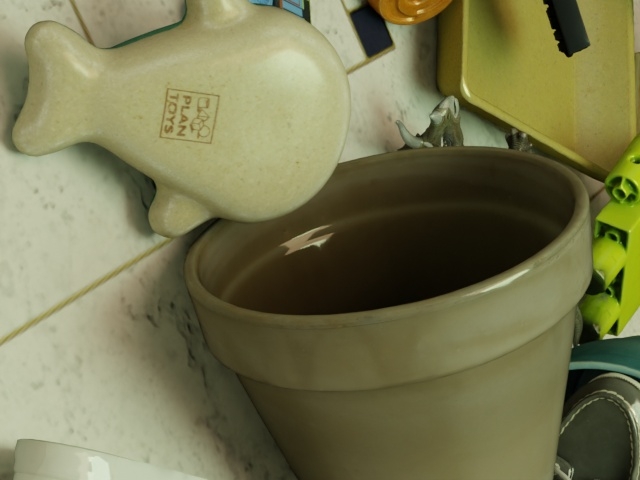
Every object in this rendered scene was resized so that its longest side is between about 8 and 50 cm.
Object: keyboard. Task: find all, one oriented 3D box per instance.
[{"bbox_3d":[0.213,-0.342,1.354,0.201,0.033,0.317,-60,130,-85],"label":"keyboard"}]

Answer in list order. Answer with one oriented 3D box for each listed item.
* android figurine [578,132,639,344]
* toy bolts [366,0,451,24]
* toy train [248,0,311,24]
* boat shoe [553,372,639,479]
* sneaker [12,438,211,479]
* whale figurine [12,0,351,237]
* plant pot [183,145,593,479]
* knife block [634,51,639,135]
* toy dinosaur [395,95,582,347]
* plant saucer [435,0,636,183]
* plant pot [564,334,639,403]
[{"bbox_3d":[0.358,-0.009,1.489,0.273,0.056,0.248,-48,147,-33],"label":"android figurine"},{"bbox_3d":[0.051,-0.341,1.300,0.228,0.218,0.158,-5,55,-27],"label":"toy bolts"},{"bbox_3d":[-0.063,-0.248,1.182,0.105,0.080,0.184,16,65,-54],"label":"toy train"},{"bbox_3d":[0.211,0.279,1.190,0.095,0.112,0.335,-19,132,-58],"label":"boat shoe"},{"bbox_3d":[-0.114,0.257,0.974,0.292,0.108,0.169,22,70,-37],"label":"sneaker"},{"bbox_3d":[-0.113,-0.112,1.062,0.272,0.141,0.216,3,107,-25],"label":"whale figurine"},{"bbox_3d":[0.074,0.110,1.090,0.323,0.323,0.280,-36,122,-46],"label":"plant pot"},{"bbox_3d":[0.427,-0.186,1.613,0.242,0.088,0.276,67,36,-49],"label":"knife block"},{"bbox_3d":[0.162,-0.011,1.351,0.160,0.121,0.313,-36,111,-34],"label":"toy dinosaur"},{"bbox_3d":[0.236,-0.246,1.499,0.332,0.081,0.333,23,63,-42],"label":"plant saucer"},{"bbox_3d":[0.308,0.213,1.330,0.255,0.271,0.272,-29,101,-62],"label":"plant pot"}]
